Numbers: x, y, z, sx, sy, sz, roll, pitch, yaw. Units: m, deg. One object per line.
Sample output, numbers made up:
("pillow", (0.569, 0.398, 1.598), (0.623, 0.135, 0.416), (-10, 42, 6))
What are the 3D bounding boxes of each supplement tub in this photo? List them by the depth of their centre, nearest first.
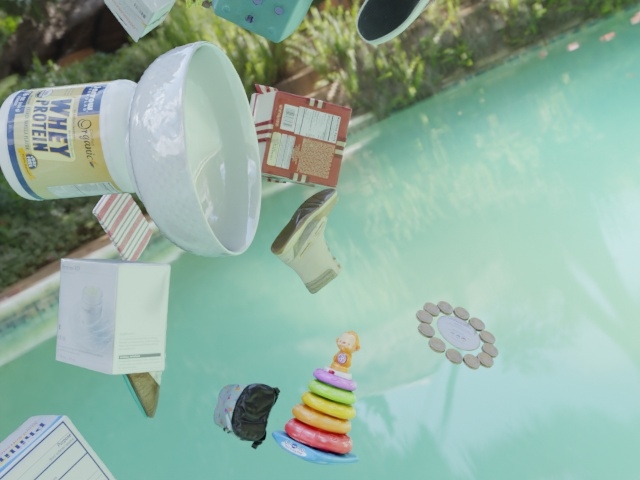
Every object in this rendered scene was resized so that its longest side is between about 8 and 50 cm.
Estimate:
("supplement tub", (-0.459, -0.204, 1.640), (0.316, 0.228, 0.228), (-4, 13, 9))

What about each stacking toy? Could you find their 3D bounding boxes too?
("stacking toy", (0.027, 0.350, 1.850), (0.175, 0.302, 0.165), (17, -4, 35))

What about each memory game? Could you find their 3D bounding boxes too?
("memory game", (0.275, 0.189, 1.637), (0.186, 0.186, 0.012), (-37, -22, -54))

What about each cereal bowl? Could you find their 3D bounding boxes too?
("cereal bowl", (-0.212, -0.138, 1.298), (0.141, 0.339, 0.339), (-5, 14, 15))

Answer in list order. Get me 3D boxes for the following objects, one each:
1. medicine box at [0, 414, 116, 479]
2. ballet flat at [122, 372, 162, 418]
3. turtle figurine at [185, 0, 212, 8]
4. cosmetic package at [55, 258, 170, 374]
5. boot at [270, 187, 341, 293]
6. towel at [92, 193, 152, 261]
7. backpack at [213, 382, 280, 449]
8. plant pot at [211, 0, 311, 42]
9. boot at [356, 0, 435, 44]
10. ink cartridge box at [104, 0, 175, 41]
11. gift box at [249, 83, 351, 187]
("medicine box", (-0.494, 0.502, 1.432), (0.149, 0.289, 0.263), (-15, 22, 48))
("ballet flat", (-0.446, 0.257, 1.918), (0.124, 0.342, 0.116), (-32, 11, -14))
("turtle figurine", (-0.263, -0.675, 2.335), (0.217, 0.087, 0.269), (7, 18, -36))
("cosmetic package", (-0.439, 0.153, 1.708), (0.224, 0.225, 0.138), (2, -2, 43))
("boot", (0.000, 0.000, 1.883), (0.213, 0.165, 0.077), (-51, 29, -20))
("towel", (-0.509, -0.044, 2.085), (0.029, 0.197, 0.144), (-9, 36, 23))
("backpack", (-0.182, 0.403, 1.932), (0.152, 0.115, 0.182), (-66, 16, -18))
("plant pot", (-0.069, -0.414, 1.205), (0.166, 0.165, 0.234), (124, 165, -46))
("boot", (0.188, -0.439, 1.448), (0.244, 0.088, 0.176), (-36, -9, 37))
("ink cartridge box", (-0.335, -0.447, 1.499), (0.061, 0.104, 0.181), (-41, 12, -20))
("gift box", (-0.094, -0.285, 2.200), (0.276, 0.255, 0.258), (15, 0, -21))
